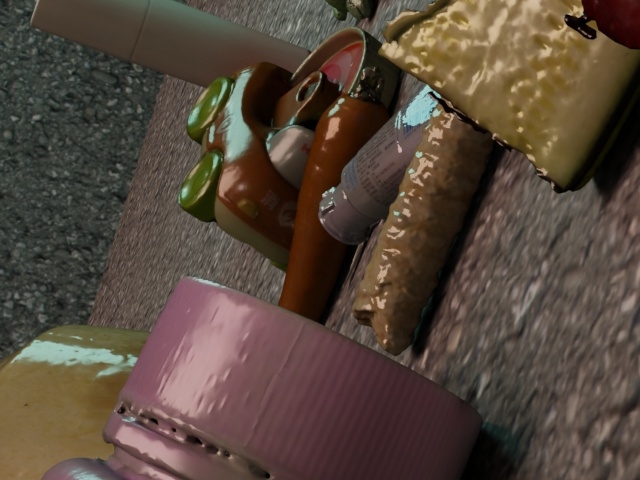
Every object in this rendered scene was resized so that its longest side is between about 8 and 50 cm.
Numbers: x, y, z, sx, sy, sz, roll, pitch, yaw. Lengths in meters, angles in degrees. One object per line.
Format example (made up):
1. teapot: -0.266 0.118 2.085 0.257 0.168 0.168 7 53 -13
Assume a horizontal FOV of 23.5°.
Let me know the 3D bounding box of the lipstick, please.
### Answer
1. lipstick: -0.177 -0.242 1.841 0.087 0.326 0.087 -162 90 -77

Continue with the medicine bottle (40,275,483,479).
1. medicine bottle: -0.061 0.209 0.933 0.325 0.256 0.256 -65 12 -10

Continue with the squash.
1. squash: 0.158 -0.177 0.898 0.169 0.093 0.252 39 119 28

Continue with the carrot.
1. carrot: 0.000 0.000 1.380 0.069 0.069 0.336 -105 30 -67

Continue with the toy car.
1. toy car: -0.014 -0.104 1.470 0.235 0.145 0.235 -43 28 30

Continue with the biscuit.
1. biscuit: 0.081 -0.025 1.111 0.219 0.055 0.061 -68 24 13

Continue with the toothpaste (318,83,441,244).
1. toothpaste: 0.076 -0.082 1.227 0.234 0.057 0.089 -49 26 42

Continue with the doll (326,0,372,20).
1. doll: 0.039 -0.290 1.619 0.150 0.077 0.115 -5 77 63

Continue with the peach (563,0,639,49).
1. peach: 0.177 -0.128 0.600 0.190 0.196 0.226 45 -125 -65

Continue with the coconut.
1. coconut: -0.153 0.221 1.253 0.323 0.323 0.323 -161 90 -77

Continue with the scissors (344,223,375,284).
1. scissors: 0.037 0.001 1.353 0.036 0.006 0.083 -117 47 -75
